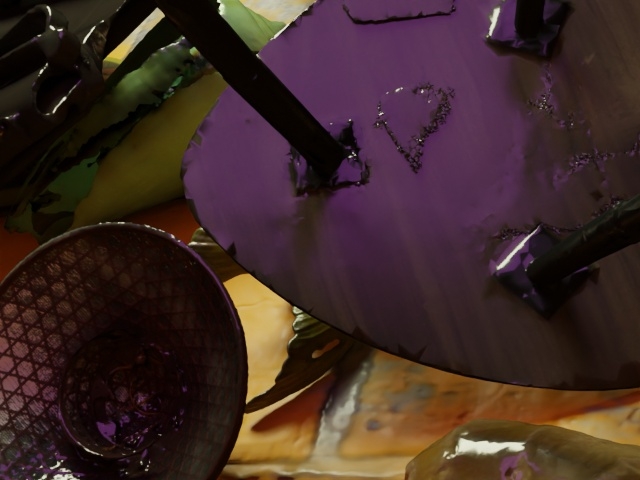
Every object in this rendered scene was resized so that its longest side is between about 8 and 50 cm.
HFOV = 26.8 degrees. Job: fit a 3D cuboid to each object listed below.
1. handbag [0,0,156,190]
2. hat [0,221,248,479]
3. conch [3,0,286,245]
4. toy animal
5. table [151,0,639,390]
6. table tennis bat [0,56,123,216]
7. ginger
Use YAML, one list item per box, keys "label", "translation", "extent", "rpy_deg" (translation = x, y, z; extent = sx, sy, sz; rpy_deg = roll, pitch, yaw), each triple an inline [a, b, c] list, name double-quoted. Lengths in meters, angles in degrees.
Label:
- label: "handbag"
  translation: [-0.223, -0.144, 1.043]
  extent: [0.257, 0.113, 0.285]
  rpy_deg: [-21, 28, 41]
- label: "hat"
  translation: [-0.115, 0.091, 0.803]
  extent: [0.193, 0.082, 0.193]
  rpy_deg: [-7, 72, 22]
- label: "conch"
  translation: [-0.125, -0.091, 1.016]
  extent: [0.250, 0.137, 0.143]
  rpy_deg: [-34, 37, -23]
- label: "toy animal"
  translation: [0.000, 0.000, 0.875]
  extent: [0.155, 0.219, 0.095]
  rpy_deg: [5, -6, -41]
- label: "table"
  translation: [0.059, -0.089, 0.686]
  extent: [0.317, 0.249, 0.317]
  rpy_deg: [-2, 71, 5]
- label: "table tennis bat"
  translation: [-0.274, -0.129, 1.223]
  extent: [0.224, 0.054, 0.369]
  rpy_deg: [-25, 37, -13]
- label: "ginger"
  translation: [0.119, 0.133, 0.636]
  extent: [0.190, 0.069, 0.095]
  rpy_deg: [9, 62, 33]
